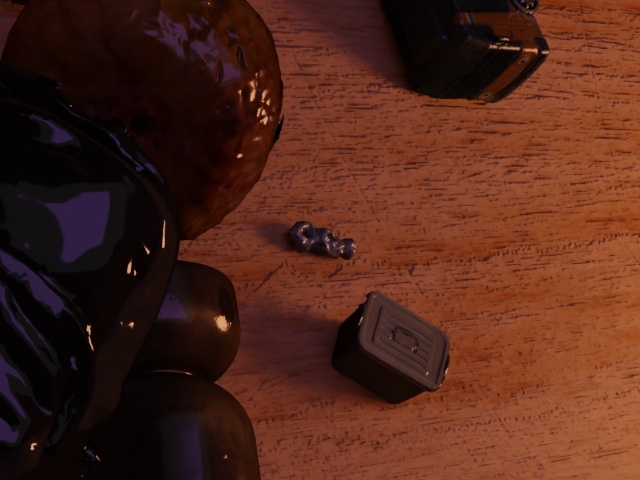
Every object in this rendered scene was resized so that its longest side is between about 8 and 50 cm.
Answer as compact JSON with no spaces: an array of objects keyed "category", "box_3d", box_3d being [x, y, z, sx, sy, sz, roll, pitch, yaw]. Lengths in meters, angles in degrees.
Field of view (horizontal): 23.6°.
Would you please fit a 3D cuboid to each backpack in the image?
[{"category":"backpack","box_3d":[-0.304,0.063,1.261,0.363,0.255,0.446,37,78,-8]}]

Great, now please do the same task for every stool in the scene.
[{"category":"stool","box_3d":[-0.149,0.172,1.404,0.179,0.179,0.264,8,59,-33]}]

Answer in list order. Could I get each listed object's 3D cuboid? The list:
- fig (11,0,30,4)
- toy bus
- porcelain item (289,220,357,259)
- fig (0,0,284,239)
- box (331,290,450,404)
[{"category":"fig","box_3d":[-0.324,-0.291,1.634,0.088,0.074,0.074,11,56,-10]},{"category":"toy bus","box_3d":[0.169,-0.322,1.979,0.167,0.138,0.275,-2,64,-36]},{"category":"porcelain item","box_3d":[0.000,0.000,1.727,0.083,0.028,0.036,15,58,-28]},{"category":"fig","box_3d":[-0.173,-0.178,1.585,0.286,0.286,0.369,34,25,-16]},{"category":"box","box_3d":[0.074,0.122,1.680,0.122,0.069,0.084,32,47,-17]}]
